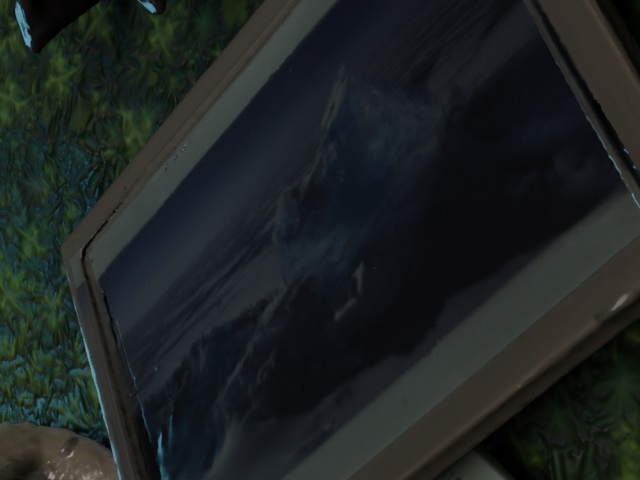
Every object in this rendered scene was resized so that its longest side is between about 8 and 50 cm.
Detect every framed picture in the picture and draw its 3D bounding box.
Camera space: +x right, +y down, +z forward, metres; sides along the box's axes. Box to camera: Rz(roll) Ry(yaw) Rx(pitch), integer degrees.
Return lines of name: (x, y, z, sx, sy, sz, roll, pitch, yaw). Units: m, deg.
framed picture: (0.000, 0.000, 0.793, 0.446, 0.028, 0.326, -46, 49, 33)

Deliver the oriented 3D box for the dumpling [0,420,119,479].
dumpling: (-0.197, 0.247, 0.951, 0.227, 0.175, 0.243, -24, 89, 10)

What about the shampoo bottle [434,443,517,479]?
shampoo bottle: (0.069, 0.137, 0.764, 0.212, 0.049, 0.072, 43, 114, 34)

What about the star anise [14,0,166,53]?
star anise: (-0.146, -0.276, 0.914, 0.315, 0.108, 0.315, -9, 77, 45)
